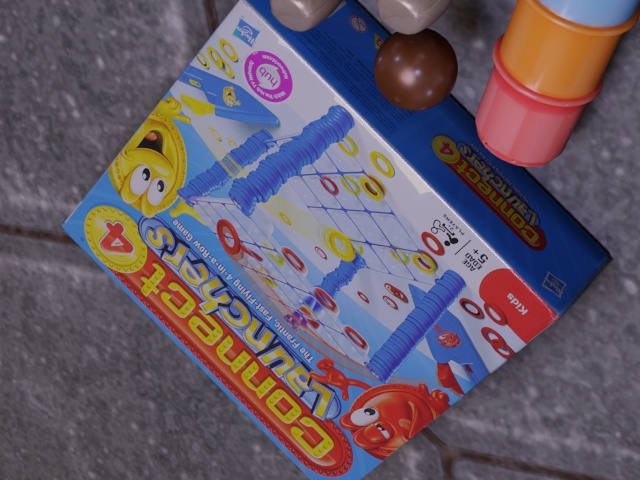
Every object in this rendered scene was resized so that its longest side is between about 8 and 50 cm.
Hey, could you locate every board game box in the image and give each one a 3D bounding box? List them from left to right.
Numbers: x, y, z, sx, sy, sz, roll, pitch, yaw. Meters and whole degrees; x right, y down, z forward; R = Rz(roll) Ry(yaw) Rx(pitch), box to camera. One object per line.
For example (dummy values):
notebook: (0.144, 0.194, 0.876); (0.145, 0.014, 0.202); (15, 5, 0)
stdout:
board game box: (0.000, 0.000, 1.418); (0.308, 0.086, 0.302); (45, 135, 1)

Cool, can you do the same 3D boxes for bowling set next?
bowling set: (0.045, -0.199, 1.228); (0.287, 0.154, 0.200); (13, 141, 40)

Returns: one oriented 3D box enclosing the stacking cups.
stacking cups: (0.168, -0.170, 1.174); (0.096, 0.096, 0.316); (31, 133, 15)
